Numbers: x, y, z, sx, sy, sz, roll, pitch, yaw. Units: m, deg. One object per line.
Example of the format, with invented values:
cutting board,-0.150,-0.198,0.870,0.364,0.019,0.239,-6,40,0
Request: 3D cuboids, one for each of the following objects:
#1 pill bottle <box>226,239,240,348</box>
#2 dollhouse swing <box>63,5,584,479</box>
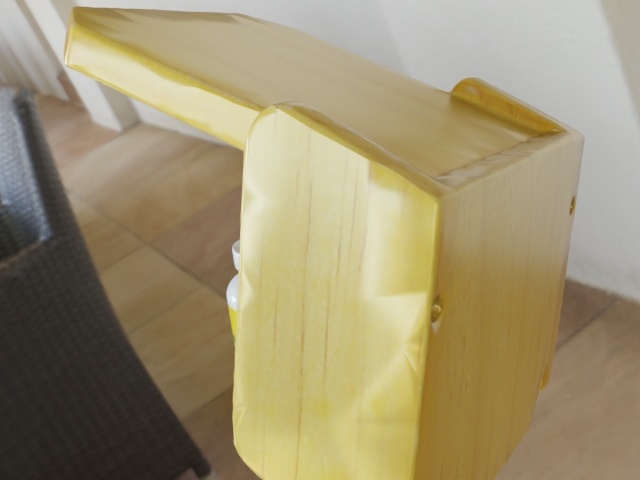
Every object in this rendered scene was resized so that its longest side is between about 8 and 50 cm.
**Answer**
pill bottle,-0.050,0.087,1.010,0.103,0.184,0.103,-6,22,2
dollhouse swing,0.000,0.000,0.667,0.305,0.315,0.347,11,17,25
